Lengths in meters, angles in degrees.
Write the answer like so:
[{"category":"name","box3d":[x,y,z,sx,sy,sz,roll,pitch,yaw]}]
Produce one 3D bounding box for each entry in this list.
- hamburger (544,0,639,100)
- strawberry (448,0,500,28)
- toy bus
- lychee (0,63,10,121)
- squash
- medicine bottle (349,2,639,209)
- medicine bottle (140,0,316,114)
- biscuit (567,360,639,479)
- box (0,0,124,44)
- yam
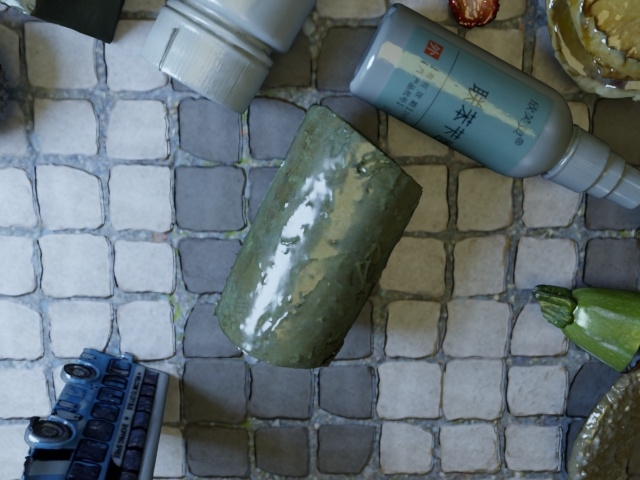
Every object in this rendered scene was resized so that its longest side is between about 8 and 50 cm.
[{"category":"hamburger","box3d":[0.383,-0.282,0.698,0.284,0.144,0.259,-2,96,3]},{"category":"strawberry","box3d":[0.168,-0.315,0.731,0.104,0.048,0.152,2,105,-8]},{"category":"toy bus","box3d":[-0.241,0.222,0.699,0.131,0.297,0.106,18,100,-12]},{"category":"lychee","box3d":[-0.416,-0.166,0.693,0.165,0.197,0.165,7,134,7]},{"category":"squash","box3d":[0.319,0.091,0.804,0.132,0.105,0.105,19,100,12]},{"category":"medicine bottle","box3d":[0.209,-0.133,0.735,0.352,0.110,0.110,27,99,-7]},{"category":"medicine bottle","box3d":[-0.073,-0.268,0.683,0.145,0.144,0.252,27,98,-7]},{"category":"biscuit","box3d":[0.371,0.236,0.824,0.133,0.032,0.249,19,103,-40]},{"category":"box","box3d":[-0.271,-0.294,0.625,0.156,0.231,0.148,22,100,-7]},{"category":"yam","box3d":[0.000,0.000,0.732,0.161,0.161,0.267,26,99,-7]}]
